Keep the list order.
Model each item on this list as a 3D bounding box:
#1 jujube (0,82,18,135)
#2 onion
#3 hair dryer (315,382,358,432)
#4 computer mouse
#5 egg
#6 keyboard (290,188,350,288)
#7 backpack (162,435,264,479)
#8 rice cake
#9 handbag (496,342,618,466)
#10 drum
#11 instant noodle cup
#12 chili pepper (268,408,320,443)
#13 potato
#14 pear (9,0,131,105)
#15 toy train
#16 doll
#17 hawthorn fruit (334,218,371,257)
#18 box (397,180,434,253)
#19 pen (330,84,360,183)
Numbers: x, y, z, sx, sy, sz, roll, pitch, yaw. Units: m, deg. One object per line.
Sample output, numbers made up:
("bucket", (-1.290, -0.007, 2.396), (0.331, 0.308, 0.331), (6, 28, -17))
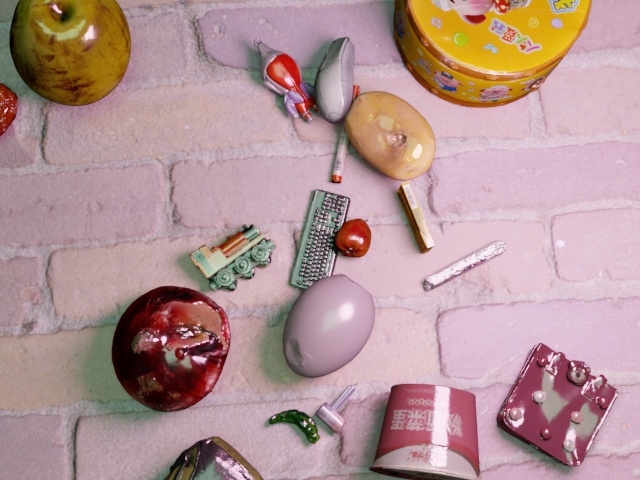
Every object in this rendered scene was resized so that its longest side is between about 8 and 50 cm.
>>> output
("jujube", (-0.768, -0.282, 1.777), (0.112, 0.109, 0.176), (36, 90, 42))
("onion", (-0.323, 0.218, 1.643), (0.272, 0.195, 0.272), (-2, 75, 8))
("hair dryer", (0.048, 0.356, 1.702), (0.063, 0.037, 0.114), (41, 75, 5))
("computer mouse", (0.026, -0.375, 1.773), (0.068, 0.113, 0.229), (16, 62, -30))
("egg", (0.013, 0.185, 1.657), (0.176, 0.176, 0.232), (40, 88, 6))
("keyboard", (0.000, 0.000, 1.767), (0.093, 0.025, 0.230), (14, 80, -1))
("backpack", (-0.245, 0.545, 1.611), (0.207, 0.140, 0.253), (40, 78, 9))
("rice cake", (0.323, 0.055, 1.753), (0.207, 0.033, 0.033), (-27, 79, -4))
("handbag", (0.511, 0.353, 1.682), (0.203, 0.074, 0.216), (32, 81, 4))
("drum", (0.380, -0.525, 1.766), (0.431, 0.214, 0.431), (0, 79, -1))
("instant noodle cup", (0.222, 0.399, 1.605), (0.234, 0.235, 0.178), (7, 70, 1))
("chili pepper", (-0.050, 0.395, 1.692), (0.118, 0.035, 0.055), (25, 64, 0))
("potato", (0.160, -0.238, 1.747), (0.234, 0.146, 0.150), (47, 126, 13))
("pear", (-0.553, -0.439, 1.721), (0.283, 0.283, 0.284), (0, 80, 0))
("toy train", (-0.190, 0.034, 1.738), (0.176, 0.074, 0.118), (-37, 79, -4))
("doll", (-0.080, -0.374, 1.806), (0.102, 0.075, 0.227), (-42, 92, -21))
("hawthorn fruit", (0.077, -0.011, 1.747), (0.081, 0.081, 0.093), (17, 54, 3))
("box", (0.212, -0.050, 1.744), (0.022, 0.089, 0.156), (-20, 82, -3))
("pen", (0.059, -0.246, 1.808), (0.028, 0.028, 0.239), (11, 80, 2))
